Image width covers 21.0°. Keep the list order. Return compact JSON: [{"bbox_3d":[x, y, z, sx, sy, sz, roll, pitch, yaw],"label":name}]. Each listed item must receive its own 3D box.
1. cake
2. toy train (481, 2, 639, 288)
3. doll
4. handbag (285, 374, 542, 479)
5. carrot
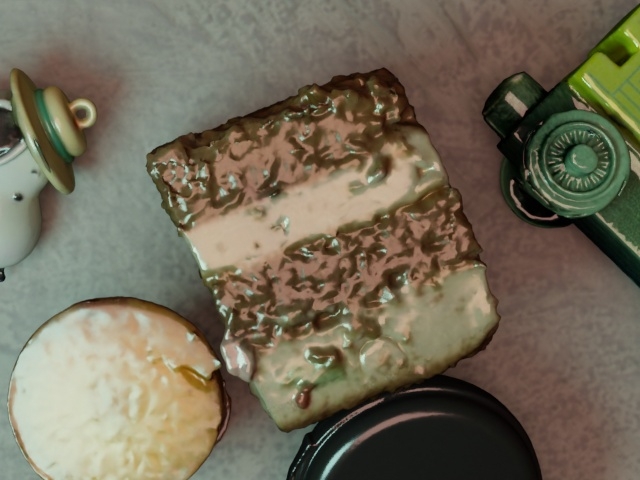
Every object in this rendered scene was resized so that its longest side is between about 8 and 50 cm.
[{"bbox_3d":[0.000,0.000,1.627,0.256,0.282,0.290,-20,97,-2],"label":"cake"},{"bbox_3d":[0.376,-0.042,1.698,0.442,0.179,0.272,44,81,0],"label":"toy train"},{"bbox_3d":[-0.372,-0.085,1.675,0.271,0.144,0.208,20,98,-7],"label":"doll"},{"bbox_3d":[0.094,0.275,1.676,0.254,0.093,0.308,-12,109,-3],"label":"handbag"},{"bbox_3d":[-0.171,0.140,1.625,0.196,0.254,0.196,0,90,3],"label":"carrot"}]
